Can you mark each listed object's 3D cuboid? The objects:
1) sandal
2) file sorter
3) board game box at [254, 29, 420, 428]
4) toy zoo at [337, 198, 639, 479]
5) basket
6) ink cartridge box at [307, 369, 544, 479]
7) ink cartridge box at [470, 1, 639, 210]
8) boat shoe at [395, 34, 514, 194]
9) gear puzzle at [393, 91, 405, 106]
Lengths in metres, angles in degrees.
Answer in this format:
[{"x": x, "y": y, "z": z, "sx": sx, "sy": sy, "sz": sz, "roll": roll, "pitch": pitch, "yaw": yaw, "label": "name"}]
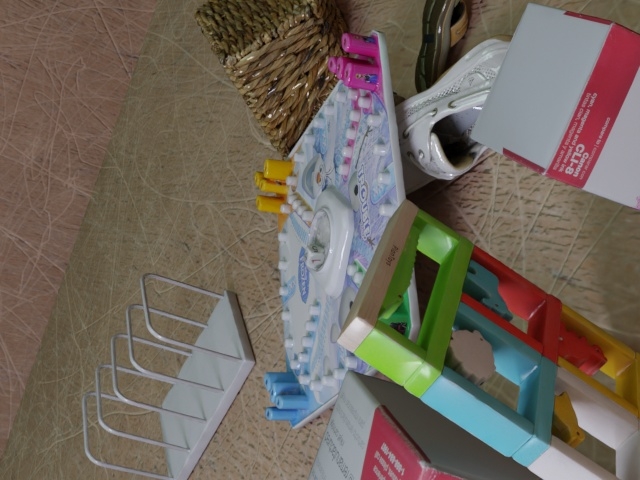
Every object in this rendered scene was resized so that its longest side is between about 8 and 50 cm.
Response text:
[{"x": 0.161, "y": -0.267, "z": 1.252, "sx": 0.072, "sy": 0.049, "sz": 0.180, "roll": -139, "pitch": 55, "yaw": -69, "label": "sandal"}, {"x": -0.257, "y": 0.222, "z": 1.594, "sx": 0.277, "sy": 0.173, "sz": 0.192, "roll": -60, "pitch": 27, "yaw": 22, "label": "file sorter"}, {"x": 0.000, "y": 0.000, "z": 1.234, "sx": 0.390, "sy": 0.050, "sz": 0.389, "roll": 130, "pitch": 140, "yaw": -58, "label": "board game box"}, {"x": 0.161, "y": 0.097, "z": 0.745, "sx": 0.030, "sy": 0.293, "sz": 0.192, "roll": -55, "pitch": 4, "yaw": 31, "label": "toy zoo"}, {"x": -0.051, "y": -0.310, "z": 1.641, "sx": 0.214, "sy": 0.223, "sz": 0.299, "roll": -33, "pitch": 32, "yaw": 2, "label": "basket"}, {"x": 0.055, "y": 0.342, "z": 0.853, "sx": 0.279, "sy": 0.161, "sz": 0.384, "roll": -146, "pitch": 75, "yaw": -77, "label": "ink cartridge box"}, {"x": 0.246, "y": -0.101, "z": 0.817, "sx": 0.127, "sy": 0.176, "sz": 0.128, "roll": -69, "pitch": 25, "yaw": 11, "label": "ink cartridge box"}, {"x": 0.138, "y": -0.116, "z": 1.128, "sx": 0.277, "sy": 0.098, "sz": 0.096, "roll": -44, "pitch": 36, "yaw": 42, "label": "boat shoe"}, {"x": 0.037, "y": -0.045, "z": 1.354, "sx": 0.175, "sy": 0.044, "sz": 0.338, "roll": 34, "pitch": 106, "yaw": 62, "label": "gear puzzle"}]
